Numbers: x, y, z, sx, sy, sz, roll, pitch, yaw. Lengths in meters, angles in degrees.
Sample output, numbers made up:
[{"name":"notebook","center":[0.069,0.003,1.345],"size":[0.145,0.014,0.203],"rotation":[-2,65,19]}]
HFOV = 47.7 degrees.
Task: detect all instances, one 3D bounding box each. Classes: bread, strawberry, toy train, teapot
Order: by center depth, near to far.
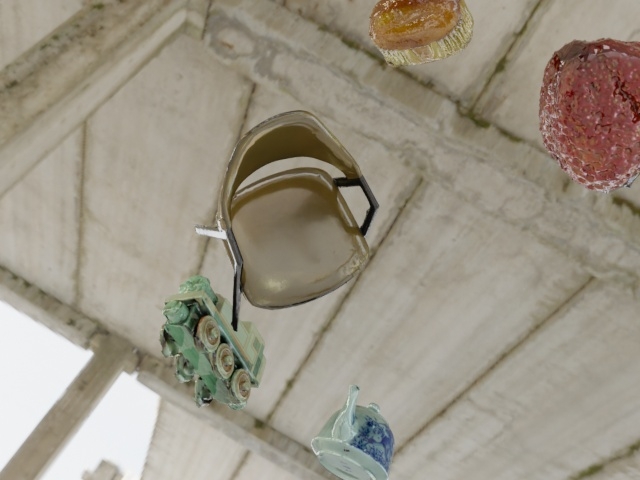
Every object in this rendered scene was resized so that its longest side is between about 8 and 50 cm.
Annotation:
[{"name":"toy train","center":[-0.140,0.132,0.946],"size":[0.080,0.125,0.194],"rotation":[-10,-53,21]},{"name":"strawberry","center":[0.468,-0.223,1.181],"size":[0.288,0.239,0.250],"rotation":[29,-65,-36]},{"name":"teapot","center":[0.078,0.377,1.383],"size":[0.158,0.159,0.232],"rotation":[6,-40,29]},{"name":"bread","center":[0.192,-0.419,1.405],"size":[0.190,0.132,0.114],"rotation":[-10,-19,24]}]

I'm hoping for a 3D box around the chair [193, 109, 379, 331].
[{"name":"chair","center":[-0.038,-0.016,0.781],"size":[0.173,0.158,0.247],"rotation":[66,-18,4]}]
